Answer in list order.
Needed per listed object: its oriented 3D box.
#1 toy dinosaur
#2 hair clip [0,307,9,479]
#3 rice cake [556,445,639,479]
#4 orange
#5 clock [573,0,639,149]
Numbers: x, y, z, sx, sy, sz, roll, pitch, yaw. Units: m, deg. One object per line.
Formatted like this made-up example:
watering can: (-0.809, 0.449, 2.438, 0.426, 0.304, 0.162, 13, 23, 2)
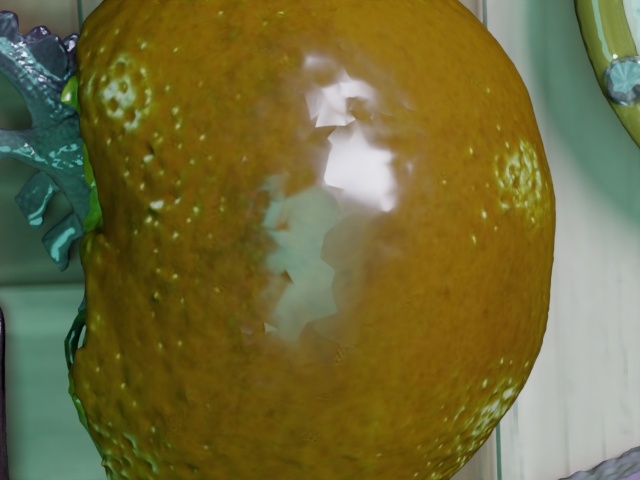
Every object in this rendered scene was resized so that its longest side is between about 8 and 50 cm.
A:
toy dinosaur: (-0.102, -0.043, 0.687, 0.082, 0.039, 0.209, -36, 110, 0)
hair clip: (-0.159, 0.088, 0.729, 0.054, 0.022, 0.137, 1, 102, 6)
rice cake: (0.054, 0.150, 0.716, 0.270, 0.049, 0.055, -23, 100, 7)
orange: (0.004, 0.003, 0.625, 0.158, 0.179, 0.237, 14, 102, 43)
clock: (0.211, -0.112, 0.651, 0.237, 0.057, 0.237, 0, 104, 2)
